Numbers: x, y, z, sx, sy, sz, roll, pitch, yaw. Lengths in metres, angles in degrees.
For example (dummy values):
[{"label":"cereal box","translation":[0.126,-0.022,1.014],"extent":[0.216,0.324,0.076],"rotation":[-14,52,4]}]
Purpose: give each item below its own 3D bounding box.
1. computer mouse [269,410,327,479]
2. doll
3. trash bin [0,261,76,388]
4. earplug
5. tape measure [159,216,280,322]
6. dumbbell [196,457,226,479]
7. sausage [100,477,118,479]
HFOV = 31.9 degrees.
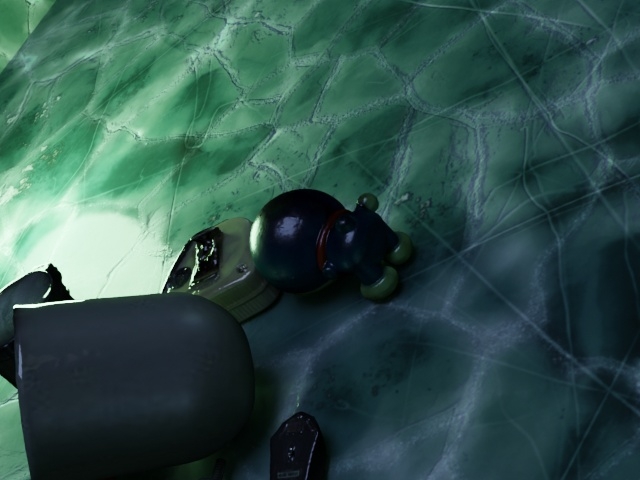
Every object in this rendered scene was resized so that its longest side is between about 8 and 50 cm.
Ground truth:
[{"label":"computer mouse","translation":[-0.035,0.361,1.808],"extent":[0.099,0.057,0.172],"rotation":[-12,56,32]},{"label":"doll","translation":[0.000,0.001,2.047],"extent":[0.321,0.186,0.199],"rotation":[-3,50,37]},{"label":"trash bin","translation":[-0.499,0.226,2.167],"extent":[0.202,0.301,0.252],"rotation":[-14,40,34]},{"label":"earplug","translation":[-0.313,0.238,1.919],"extent":[0.393,0.313,0.313],"rotation":[-8,35,-12]},{"label":"tape measure","translation":[-0.222,0.072,2.222],"extent":[0.271,0.133,0.231],"rotation":[-31,37,17]},{"label":"dumbbell","translation":[-0.188,0.458,1.812],"extent":[0.110,0.110,0.255],"rotation":[-20,34,27]},{"label":"sausage","translation":[-0.396,0.464,1.967],"extent":[0.116,0.134,0.354],"rotation":[-30,34,-18]}]
